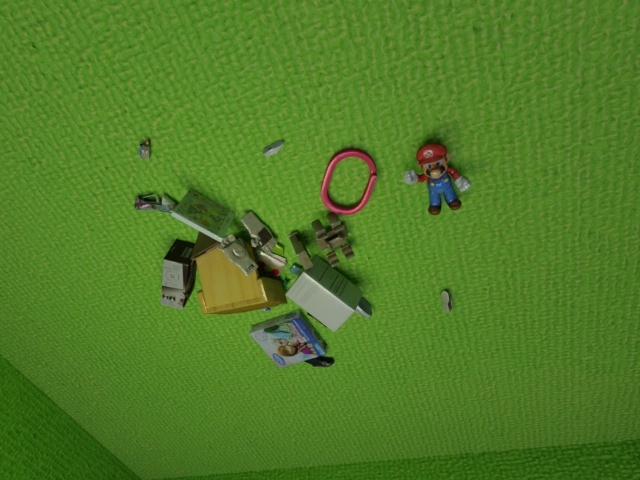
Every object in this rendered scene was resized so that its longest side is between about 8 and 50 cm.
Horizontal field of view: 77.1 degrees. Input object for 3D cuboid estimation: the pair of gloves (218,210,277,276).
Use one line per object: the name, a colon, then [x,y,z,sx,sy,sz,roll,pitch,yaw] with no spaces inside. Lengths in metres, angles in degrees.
pair of gloves: [-0.319,0.012,1.789,0.204,0.240,0.042,47,155,-18]

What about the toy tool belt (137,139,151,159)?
toy tool belt: [-0.728,-0.377,1.651,0.051,0.052,0.083,8,125,-10]

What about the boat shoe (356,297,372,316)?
boat shoe: [0.162,0.311,2.025,0.226,0.083,0.076,44,126,-8]

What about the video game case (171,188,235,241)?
video game case: [-0.491,-0.111,1.714,0.227,0.206,0.026,30,122,-14]

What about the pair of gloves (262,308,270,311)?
pair of gloves: [-0.324,0.299,2.093,0.159,0.023,0.198,-10,122,13]

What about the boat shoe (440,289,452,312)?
boat shoe: [0.626,0.295,1.980,0.043,0.049,0.137,-31,123,-24]

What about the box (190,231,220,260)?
box: [-0.493,-0.017,1.784,0.164,0.201,0.021,-27,128,23]

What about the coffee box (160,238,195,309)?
coffee box: [-0.681,0.165,1.950,0.119,0.168,0.297,15,125,-5]

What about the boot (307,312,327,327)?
boot: [0.030,0.395,2.042,0.106,0.219,0.082,39,77,-30]

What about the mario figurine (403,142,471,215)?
mario figurine: [0.451,-0.227,1.554,0.198,0.170,0.320,-38,127,-11]

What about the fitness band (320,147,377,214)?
fitness band: [0.115,-0.239,1.661,0.209,0.054,0.291,17,124,-3]

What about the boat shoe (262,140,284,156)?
boat shoe: [-0.185,-0.365,1.616,0.100,0.035,0.035,-26,145,18]

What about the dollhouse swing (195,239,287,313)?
dollhouse swing: [-0.392,0.185,1.969,0.347,0.305,0.315,-14,165,17]

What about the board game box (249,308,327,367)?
board game box: [-0.173,0.550,2.224,0.318,0.066,0.318,-23,119,20]

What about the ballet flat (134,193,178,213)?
ballet flat: [-0.720,-0.165,1.790,0.221,0.077,0.079,6,105,2]

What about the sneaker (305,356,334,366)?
sneaker: [-0.013,0.685,2.309,0.170,0.051,0.089,-11,127,17]

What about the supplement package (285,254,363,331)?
supplement package: [0.021,0.247,1.887,0.293,0.175,0.177,38,121,0]

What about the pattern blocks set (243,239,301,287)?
pattern blocks set: [-0.270,0.112,1.954,0.325,0.026,0.285,37,122,-19]

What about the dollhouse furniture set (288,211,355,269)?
dollhouse furniture set: [0.000,0.000,1.801,0.242,0.161,0.212,-27,126,-1]
